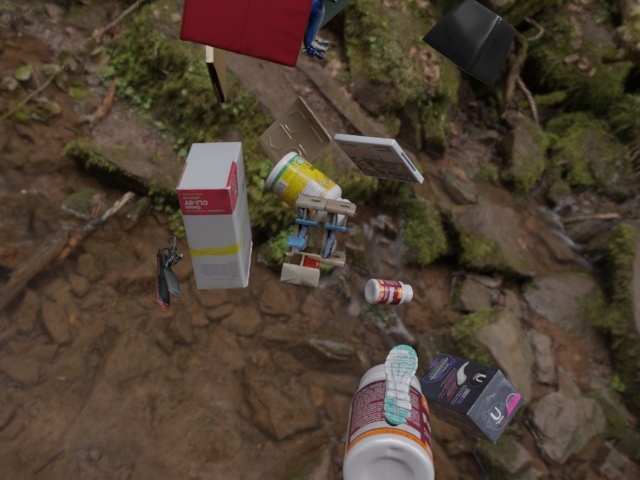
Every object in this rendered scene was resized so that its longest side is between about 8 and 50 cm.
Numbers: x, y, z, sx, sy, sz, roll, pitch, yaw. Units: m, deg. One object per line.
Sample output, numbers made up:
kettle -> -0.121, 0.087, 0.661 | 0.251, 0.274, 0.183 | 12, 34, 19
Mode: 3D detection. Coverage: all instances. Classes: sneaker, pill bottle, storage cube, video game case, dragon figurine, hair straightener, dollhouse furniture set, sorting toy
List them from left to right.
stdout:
hair straightener -> -0.357, 0.063, 1.469 | 0.047, 0.089, 0.230 | 40, 17, -32
storage cube -> -0.114, -0.401, 0.946 | 0.184, 0.193, 0.215 | 9, 26, -16
dragon figurine -> -0.064, -0.534, 1.372 | 0.289, 0.144, 0.085 | 30, 24, -32
sorting toy -> -0.077, -0.306, 1.859 | 0.038, 0.208, 0.193 | 3, 48, -57
pill bottle -> -0.022, -0.117, 1.515 | 0.208, 0.117, 0.117 | 38, 37, 5
dollhouse furniture set -> 0.000, 0.000, 1.240 | 0.129, 0.129, 0.183 | 10, 21, -1
video game case -> 0.157, -0.221, 1.637 | 0.183, 0.201, 0.023 | 42, 70, -45
pill bottle -> 0.235, 0.178, 2.073 | 0.152, 0.086, 0.086 | 6, 49, -26
pill bottle -> 0.186, 0.512, 1.638 | 0.224, 0.224, 0.392 | 37, 19, -6
sneaker -> 0.148, 0.284, 1.179 | 0.065, 0.076, 0.166 | 13, 56, 6

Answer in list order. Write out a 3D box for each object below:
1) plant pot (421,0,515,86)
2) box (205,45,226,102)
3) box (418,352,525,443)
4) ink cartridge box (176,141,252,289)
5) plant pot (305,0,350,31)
plant pot -> 0.439, -0.573, 1.723 | 0.187, 0.167, 0.188 | 47, 25, 27
box -> -0.229, -0.430, 1.324 | 0.021, 0.164, 0.201 | -3, 73, 0
box -> 0.429, 0.456, 1.780 | 0.143, 0.270, 0.165 | 47, 72, -17
ink cartridge box -> -0.317, -0.073, 1.886 | 0.161, 0.384, 0.279 | -2, 37, 1
plant pot -> -0.007, -0.708, 1.495 | 0.341, 0.334, 0.341 | 29, 42, -29
